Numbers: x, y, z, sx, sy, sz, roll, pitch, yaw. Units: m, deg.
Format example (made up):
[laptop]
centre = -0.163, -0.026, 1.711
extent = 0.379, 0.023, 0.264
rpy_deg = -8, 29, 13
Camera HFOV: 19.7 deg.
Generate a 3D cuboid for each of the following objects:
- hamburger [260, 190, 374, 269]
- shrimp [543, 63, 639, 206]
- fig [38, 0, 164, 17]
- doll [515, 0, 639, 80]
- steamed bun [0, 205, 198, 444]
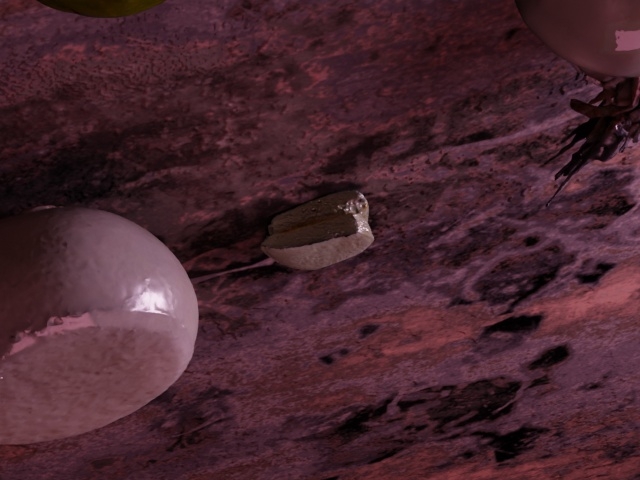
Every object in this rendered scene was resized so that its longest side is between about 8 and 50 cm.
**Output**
[hamburger]
centre = -0.001, -0.003, 1.950
extent = 0.121, 0.054, 0.084
rpy_deg = -17, 156, 5
[shrimp]
centre = 0.305, -0.166, 1.758
extent = 0.145, 0.116, 0.343
rpy_deg = 7, 137, -37
[fig]
centre = -0.128, -0.239, 1.337
extent = 0.233, 0.167, 0.167
rpy_deg = 2, 147, -17
[doll]
centre = 0.292, -0.274, 1.436
extent = 0.215, 0.226, 0.370
rpy_deg = 5, 145, -30
[steamed bun]
centre = -0.265, 0.068, 1.790
extent = 0.283, 0.177, 0.283
rpy_deg = -16, 154, -8
